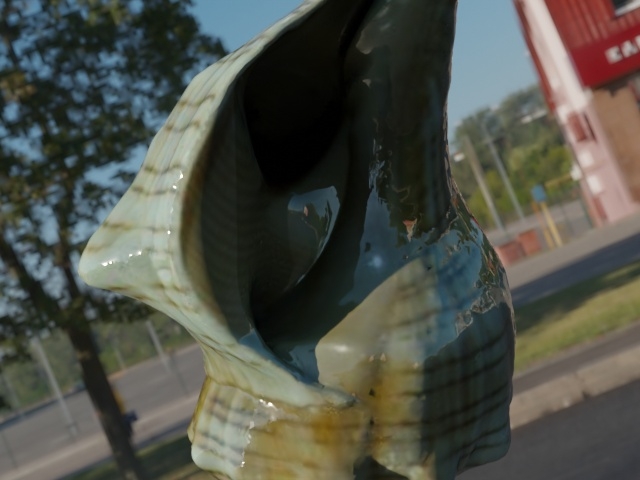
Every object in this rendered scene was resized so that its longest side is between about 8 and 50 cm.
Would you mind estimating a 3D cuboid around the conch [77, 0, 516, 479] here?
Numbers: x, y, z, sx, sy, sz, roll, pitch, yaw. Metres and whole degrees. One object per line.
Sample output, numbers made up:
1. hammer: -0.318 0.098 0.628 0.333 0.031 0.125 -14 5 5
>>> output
1. conch: -0.008 0.001 0.587 0.203 0.386 0.169 -4 3 -38
